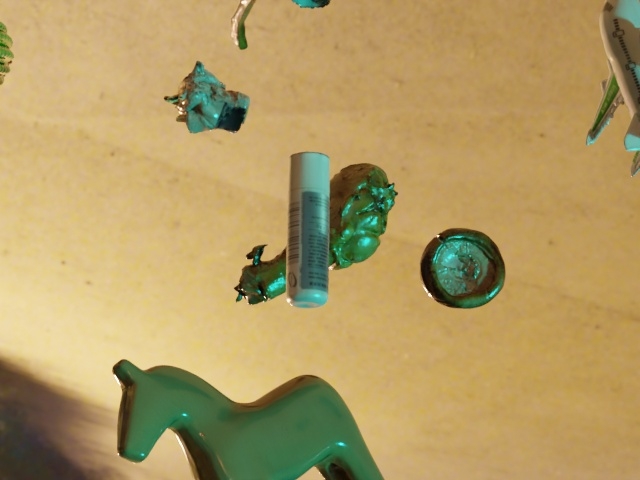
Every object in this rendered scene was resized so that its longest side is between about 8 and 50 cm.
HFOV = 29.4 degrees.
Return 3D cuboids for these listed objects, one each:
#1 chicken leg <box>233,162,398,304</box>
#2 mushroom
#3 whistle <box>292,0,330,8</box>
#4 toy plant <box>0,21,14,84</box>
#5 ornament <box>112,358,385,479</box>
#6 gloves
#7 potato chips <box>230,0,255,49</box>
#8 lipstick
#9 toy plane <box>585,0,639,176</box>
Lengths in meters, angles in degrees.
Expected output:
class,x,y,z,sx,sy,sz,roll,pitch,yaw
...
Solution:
class,x,y,z,sx,sy,sz,roll,pitch,yaw
chicken leg,0.000,0.000,1.381,0.103,0.228,0.088,37,160,39
mushroom,0.196,0.040,1.687,0.123,0.123,0.052,17,162,-5
whistle,-0.011,-0.482,1.742,0.062,0.312,0.062,0,162,0
toy plant,-0.390,-0.195,1.356,0.088,0.154,0.240,14,159,-6
ornament,-0.061,0.188,1.068,0.230,0.245,0.061,-22,170,-44
gloves,-0.197,-0.246,2.170,0.144,0.094,0.110,35,123,-16
potato chips,-0.132,-0.384,2.098,0.037,0.026,0.204,45,160,5
lipstick,-0.011,-0.009,1.111,0.040,0.141,0.040,1,162,0
toy plane,0.430,-0.223,1.630,0.101,0.255,0.251,0,162,-19
